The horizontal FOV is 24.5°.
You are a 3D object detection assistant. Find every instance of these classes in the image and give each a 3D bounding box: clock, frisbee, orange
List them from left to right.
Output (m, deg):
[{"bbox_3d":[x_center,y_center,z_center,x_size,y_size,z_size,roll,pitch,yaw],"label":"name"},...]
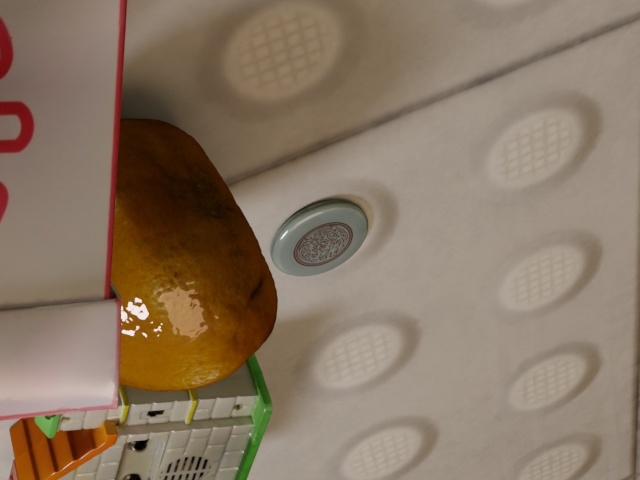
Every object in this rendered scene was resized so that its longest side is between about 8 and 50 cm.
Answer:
[{"bbox_3d":[-0.206,0.219,1.606,0.255,0.106,0.220,-1,135,-24],"label":"clock"},{"bbox_3d":[-0.156,0.013,1.279,0.183,0.249,0.249,-28,143,-10],"label":"orange"},{"bbox_3d":[0.000,0.000,1.537,0.110,0.014,0.110,-17,142,-14],"label":"frisbee"}]

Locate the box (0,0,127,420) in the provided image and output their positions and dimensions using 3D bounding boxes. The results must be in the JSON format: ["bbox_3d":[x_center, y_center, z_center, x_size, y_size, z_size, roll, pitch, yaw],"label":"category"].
[{"bbox_3d":[-0.318,-0.063,0.958,0.312,0.314,0.300,-4,108,-28],"label":"box"}]

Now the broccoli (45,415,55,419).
[{"bbox_3d":[-0.368,0.127,1.253,0.307,0.275,0.308,-10,158,-4],"label":"broccoli"}]
